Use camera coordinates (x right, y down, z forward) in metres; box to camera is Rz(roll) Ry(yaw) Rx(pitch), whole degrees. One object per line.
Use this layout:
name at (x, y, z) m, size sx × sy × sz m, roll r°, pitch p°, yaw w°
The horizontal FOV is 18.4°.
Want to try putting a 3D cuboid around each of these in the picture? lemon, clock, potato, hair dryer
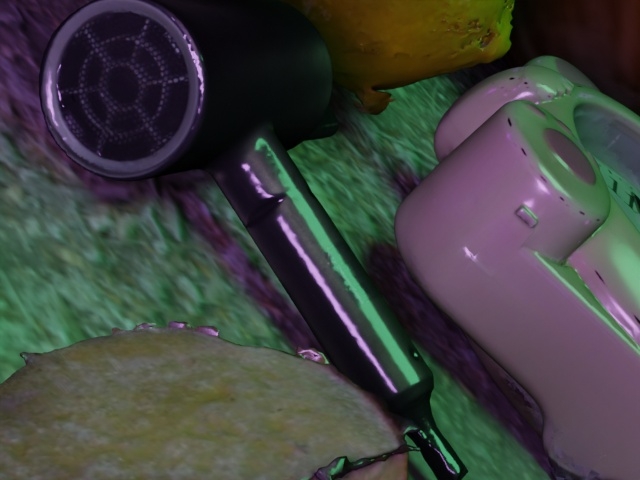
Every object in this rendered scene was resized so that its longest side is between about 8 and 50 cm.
lemon at (0.024, -0.176, 1.048) m, size 0.206 × 0.173 × 0.173 m, roll 68°, pitch 21°, yaw -8°
clock at (0.173, 0.025, 1.062) m, size 0.284 × 0.114 × 0.309 m, roll 42°, pitch 21°, yaw -6°
potato at (-0.065, 0.092, 0.593) m, size 0.172 × 0.089 × 0.100 m, roll -16°, pitch 37°, yaw -31°
hair dryer at (0.000, 0.000, 0.876) m, size 0.248 × 0.078 × 0.195 m, roll 59°, pitch 23°, yaw 7°

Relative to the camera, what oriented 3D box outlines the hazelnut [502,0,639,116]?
hazelnut at (0.228, -0.239, 1.320) m, size 0.315 × 0.372 × 0.372 m, roll 11°, pitch 30°, yaw -9°
